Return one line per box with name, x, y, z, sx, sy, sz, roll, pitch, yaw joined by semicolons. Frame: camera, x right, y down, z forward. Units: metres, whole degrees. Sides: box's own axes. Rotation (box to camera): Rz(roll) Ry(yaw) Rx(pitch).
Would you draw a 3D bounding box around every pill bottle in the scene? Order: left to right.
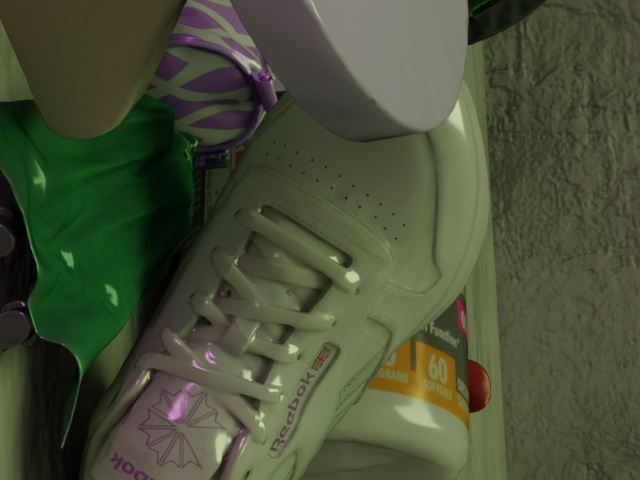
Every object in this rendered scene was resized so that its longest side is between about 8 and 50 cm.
pill bottle;0.000;0.000;1.059;0.162;0.162;0.278;64;23;-64

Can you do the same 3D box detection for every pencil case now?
pencil case;-0.056;-0.141;1.010;0.086;0.088;0.206;61;26;-46

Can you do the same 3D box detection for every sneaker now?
sneaker;-0.021;0.050;0.835;0.305;0.114;0.152;-63;173;27

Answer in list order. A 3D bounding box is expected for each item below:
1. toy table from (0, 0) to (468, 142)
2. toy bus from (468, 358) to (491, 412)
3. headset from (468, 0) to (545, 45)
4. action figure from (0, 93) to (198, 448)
toy table;-0.067;-0.154;0.657;0.252;0.161;0.274;-43;122;-59
toy bus;0.006;0.047;1.230;0.191;0.104;0.202;26;-39;53
headset;0.025;-0.309;1.180;0.394;0.243;0.185;62;-3;-27
action figure;-0.098;-0.014;0.824;0.232;0.064;0.137;-47;131;-70
